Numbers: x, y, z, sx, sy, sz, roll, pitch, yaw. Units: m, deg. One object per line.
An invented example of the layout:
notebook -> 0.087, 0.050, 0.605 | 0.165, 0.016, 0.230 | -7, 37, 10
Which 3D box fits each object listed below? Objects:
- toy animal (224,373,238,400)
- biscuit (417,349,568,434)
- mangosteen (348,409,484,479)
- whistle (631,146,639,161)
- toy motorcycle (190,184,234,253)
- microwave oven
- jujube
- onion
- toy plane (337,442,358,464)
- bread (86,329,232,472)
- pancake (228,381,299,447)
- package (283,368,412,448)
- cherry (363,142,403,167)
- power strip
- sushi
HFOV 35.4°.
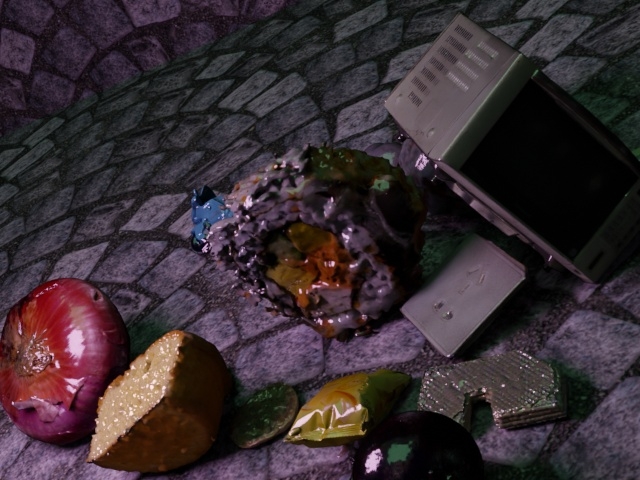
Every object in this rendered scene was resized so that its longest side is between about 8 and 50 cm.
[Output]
toy animal -> -0.203, 0.281, 1.977 | 0.065, 0.047, 0.135 | -28, 23, -9
biscuit -> 0.268, 0.243, 1.591 | 0.250, 0.046, 0.147 | -16, 33, 26
mangosteen -> 0.132, 0.340, 1.457 | 0.194, 0.194, 0.230 | -41, 5, -17
whistle -> 0.643, -0.144, 1.807 | 0.258, 0.067, 0.126 | -19, 33, 17
toy motorcycle -> -0.214, -0.085, 2.481 | 0.272, 0.123, 0.182 | -28, 51, 11
microwave oven -> 0.342, -0.148, 1.727 | 0.247, 0.394, 0.333 | -50, 27, 11
jujube -> 0.290, -0.189, 2.024 | 0.215, 0.246, 0.308 | 39, 54, 23
onion -> -0.520, 0.257, 2.136 | 0.347, 0.285, 0.348 | -9, 75, 39
toy plane -> 0.077, 0.352, 1.625 | 0.049, 0.031, 0.120 | -51, 37, -15
bread -> -0.273, 0.311, 1.843 | 0.340, 0.179, 0.194 | -41, 30, 35
pancake -> -0.106, 0.322, 1.844 | 0.151, 0.025, 0.152 | -23, 32, 15
package -> 0.049, 0.278, 1.668 | 0.168, 0.090, 0.226 | -18, 8, 25
cherry -> 0.148, -0.136, 2.189 | 0.176, 0.140, 0.176 | -33, 41, 35
power strip -> 0.264, 0.105, 1.786 | 0.213, 0.064, 0.198 | -46, 31, 2
sushi -> -0.005, 0.000, 1.862 | 0.417, 0.417, 0.176 | -19, 34, 22
